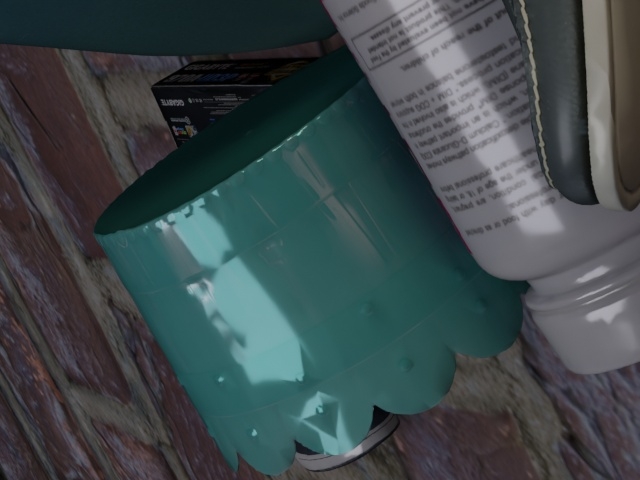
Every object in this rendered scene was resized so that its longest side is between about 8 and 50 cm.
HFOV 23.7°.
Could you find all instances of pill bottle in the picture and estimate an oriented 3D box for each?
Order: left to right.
[{"bbox_3d":[0.124,-0.079,0.845,0.283,0.160,0.160,59,152,-6],"label":"pill bottle"}]

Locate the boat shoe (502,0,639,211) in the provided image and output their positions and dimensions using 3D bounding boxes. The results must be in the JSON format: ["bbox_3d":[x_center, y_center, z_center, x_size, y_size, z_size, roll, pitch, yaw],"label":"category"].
[{"bbox_3d":[0.096,-0.164,0.712,0.099,0.116,0.320,-9,78,23],"label":"boat shoe"}]

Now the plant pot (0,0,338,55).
[{"bbox_3d":[-0.078,-0.205,0.934,0.165,0.234,0.166,153,121,-61],"label":"plant pot"}]

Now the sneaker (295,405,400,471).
[{"bbox_3d":[-0.032,0.119,1.387,0.226,0.086,0.163,0,123,59],"label":"sneaker"}]

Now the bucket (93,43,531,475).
[{"bbox_3d":[0.000,0.000,1.004,0.183,0.281,0.281,57,153,-14],"label":"bucket"}]

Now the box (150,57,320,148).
[{"bbox_3d":[-0.034,-0.059,1.234,0.220,0.051,0.175,7,126,55],"label":"box"}]
